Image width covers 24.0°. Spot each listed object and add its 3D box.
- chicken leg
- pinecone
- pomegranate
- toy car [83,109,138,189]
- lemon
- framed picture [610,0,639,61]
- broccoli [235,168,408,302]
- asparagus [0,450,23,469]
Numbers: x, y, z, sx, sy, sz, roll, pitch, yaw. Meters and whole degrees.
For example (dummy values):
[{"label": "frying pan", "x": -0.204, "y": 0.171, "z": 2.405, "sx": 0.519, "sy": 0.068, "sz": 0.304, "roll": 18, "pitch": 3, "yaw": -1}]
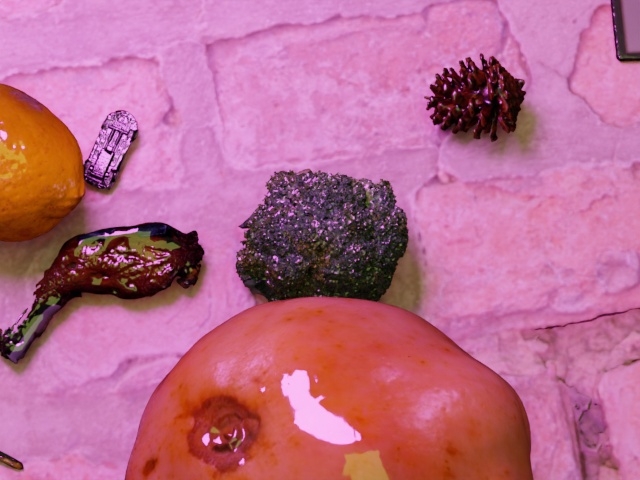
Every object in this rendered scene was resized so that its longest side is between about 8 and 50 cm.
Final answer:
[{"label": "chicken leg", "x": -0.249, "y": 0.045, "z": 1.651, "sx": 0.253, "sy": 0.051, "sz": 0.106, "roll": -26, "pitch": 84, "yaw": -4}, {"label": "pinecone", "x": 0.173, "y": -0.160, "z": 1.686, "sx": 0.109, "sy": 0.102, "sz": 0.102, "roll": 7, "pitch": 75, "yaw": 29}, {"label": "pomegranate", "x": 0.010, "y": 0.248, "z": 1.456, "sx": 0.411, "sy": 0.411, "sz": 0.411, "roll": 0, "pitch": 77, "yaw": -1}, {"label": "toy car", "x": -0.235, "y": -0.103, "z": 1.695, "sx": 0.041, "sy": 0.025, "sz": 0.093, "roll": 24, "pitch": 81, "yaw": 3}, {"label": "lemon", "x": -0.350, "y": -0.083, "z": 1.617, "sx": 0.207, "sy": 0.170, "sz": 0.170, "roll": 30, "pitch": 78, "yaw": 0}, {"label": "framed picture", "x": 0.496, "y": -0.330, "z": 1.765, "sx": 0.324, "sy": 0.013, "sz": 0.244, "roll": -3, "pitch": 76, "yaw": -2}, {"label": "broccoli", "x": 0.000, "y": 0.000, "z": 1.619, "sx": 0.195, "sy": 0.156, "sz": 0.195, "roll": -6, "pitch": 116, "yaw": -12}, {"label": "asparagus", "x": -0.395, "y": 0.212, "z": 1.627, "sx": 0.166, "sy": 0.013, "sz": 0.016, "roll": 23, "pitch": 67, "yaw": 4}]
